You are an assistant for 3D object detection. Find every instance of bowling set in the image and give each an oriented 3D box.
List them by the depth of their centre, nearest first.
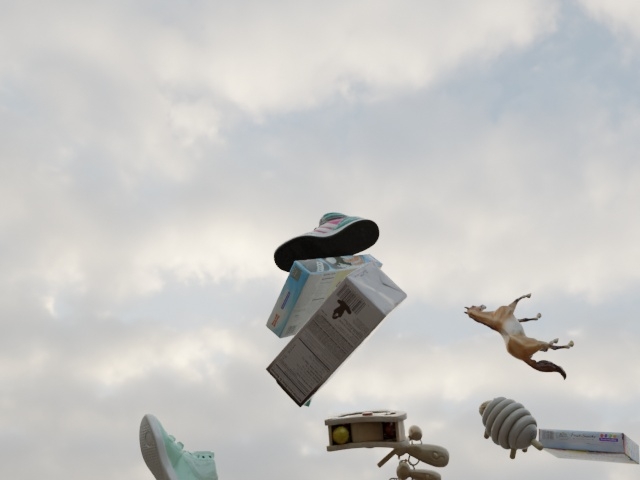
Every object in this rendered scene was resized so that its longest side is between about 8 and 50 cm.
[{"bbox_3d":[0.248,0.700,1.586,0.154,0.287,0.200,12,-26,6],"label":"bowling set"}]

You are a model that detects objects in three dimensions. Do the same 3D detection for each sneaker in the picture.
[{"bbox_3d":[-0.365,0.554,1.499,0.151,0.256,0.094,-4,-39,-48],"label":"sneaker"},{"bbox_3d":[0.000,0.000,1.604,0.295,0.178,0.124,-16,-79,-11],"label":"sneaker"}]

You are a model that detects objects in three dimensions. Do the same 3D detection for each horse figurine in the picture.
[{"bbox_3d":[0.492,0.227,1.406,0.174,0.263,0.066,-12,-46,-15],"label":"horse figurine"}]

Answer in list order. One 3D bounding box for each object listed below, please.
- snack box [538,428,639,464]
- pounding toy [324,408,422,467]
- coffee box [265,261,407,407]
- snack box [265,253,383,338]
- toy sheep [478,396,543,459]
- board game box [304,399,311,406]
[{"bbox_3d":[0.471,0.362,1.015,0.141,0.037,0.100,-11,-32,39],"label":"snack box"},{"bbox_3d":[0.145,0.515,1.466,0.269,0.155,0.154,-3,-9,-9],"label":"pounding toy"},{"bbox_3d":[0.030,0.167,1.046,0.098,0.141,0.246,44,-67,12],"label":"coffee box"},{"bbox_3d":[0.019,0.133,1.459,0.060,0.322,0.187,37,-67,30],"label":"snack box"},{"bbox_3d":[0.327,0.320,0.992,0.132,0.091,0.091,28,-33,47],"label":"toy sheep"},{"bbox_3d":[-0.017,0.378,1.745,0.047,0.210,0.160,14,-74,9],"label":"board game box"}]
